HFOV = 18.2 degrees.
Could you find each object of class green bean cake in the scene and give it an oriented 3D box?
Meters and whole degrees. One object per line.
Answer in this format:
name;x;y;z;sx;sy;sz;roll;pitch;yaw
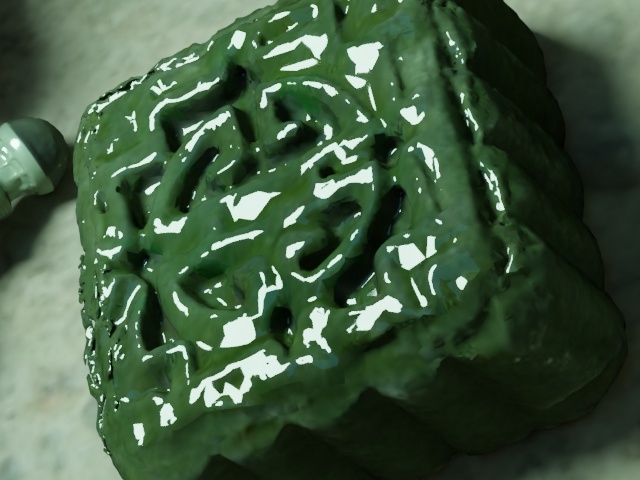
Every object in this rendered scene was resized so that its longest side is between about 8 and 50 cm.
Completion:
green bean cake;0.000;0.000;0.736;0.185;0.094;0.183;-25;57;21

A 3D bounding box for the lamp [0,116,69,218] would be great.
lamp;-0.176;0.001;0.838;0.163;0.091;0.091;-36;52;-13
